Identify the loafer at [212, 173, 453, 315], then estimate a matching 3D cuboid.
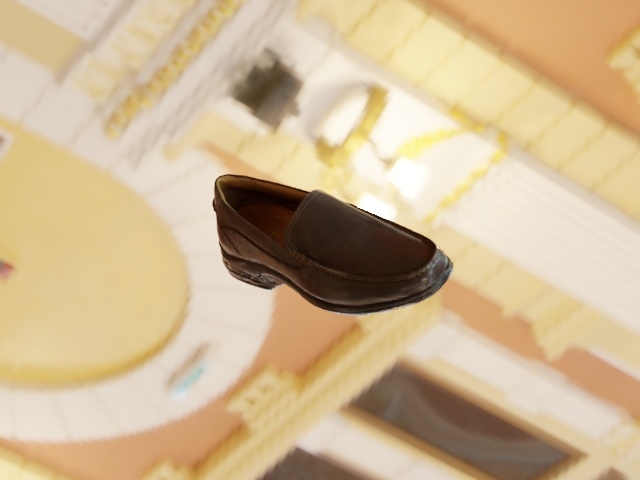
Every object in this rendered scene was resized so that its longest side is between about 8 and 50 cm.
[{"bbox_3d":[0.000,0.000,1.045,0.170,0.061,0.062,8,-135,37],"label":"loafer"}]
